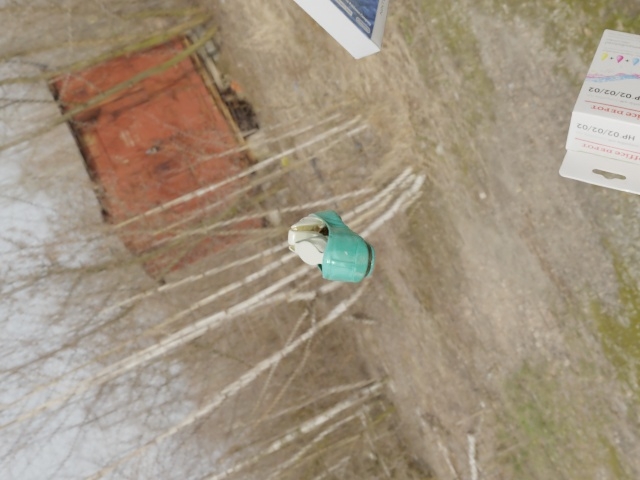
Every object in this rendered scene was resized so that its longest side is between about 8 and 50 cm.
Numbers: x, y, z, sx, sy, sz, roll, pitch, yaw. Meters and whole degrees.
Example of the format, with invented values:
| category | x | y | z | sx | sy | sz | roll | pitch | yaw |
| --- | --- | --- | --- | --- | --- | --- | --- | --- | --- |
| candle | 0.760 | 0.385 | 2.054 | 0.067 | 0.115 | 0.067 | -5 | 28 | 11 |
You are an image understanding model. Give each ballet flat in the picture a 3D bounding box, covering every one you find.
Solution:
| category | x | y | z | sx | sy | sz | roll | pitch | yaw |
| --- | --- | --- | --- | --- | --- | --- | --- | --- | --- |
| ballet flat | 0.000 | 0.000 | 1.110 | 0.247 | 0.087 | 0.083 | -142 | 61 | -70 |

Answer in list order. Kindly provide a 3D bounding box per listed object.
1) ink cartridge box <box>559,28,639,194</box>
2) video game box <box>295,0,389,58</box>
| category | x | y | z | sx | sy | sz | roll | pitch | yaw |
| --- | --- | --- | --- | --- | --- | --- | --- | --- | --- |
| ink cartridge box | 0.333 | -0.141 | 0.825 | 0.104 | 0.181 | 0.061 | 17 | 148 | 21 |
| video game box | 0.015 | -0.359 | 0.945 | 0.205 | 0.048 | 0.187 | 33 | -123 | -42 |
